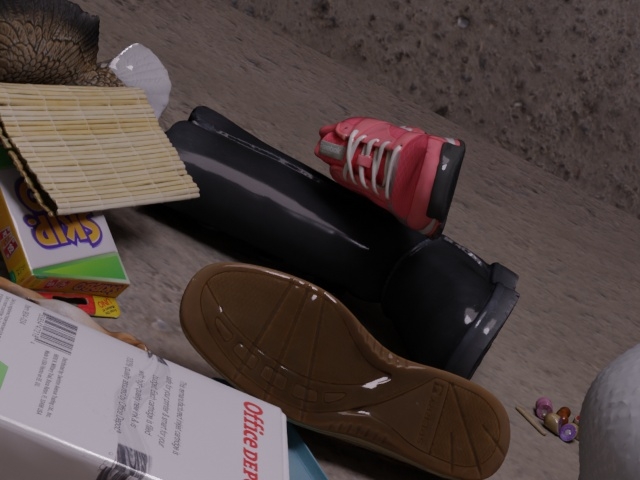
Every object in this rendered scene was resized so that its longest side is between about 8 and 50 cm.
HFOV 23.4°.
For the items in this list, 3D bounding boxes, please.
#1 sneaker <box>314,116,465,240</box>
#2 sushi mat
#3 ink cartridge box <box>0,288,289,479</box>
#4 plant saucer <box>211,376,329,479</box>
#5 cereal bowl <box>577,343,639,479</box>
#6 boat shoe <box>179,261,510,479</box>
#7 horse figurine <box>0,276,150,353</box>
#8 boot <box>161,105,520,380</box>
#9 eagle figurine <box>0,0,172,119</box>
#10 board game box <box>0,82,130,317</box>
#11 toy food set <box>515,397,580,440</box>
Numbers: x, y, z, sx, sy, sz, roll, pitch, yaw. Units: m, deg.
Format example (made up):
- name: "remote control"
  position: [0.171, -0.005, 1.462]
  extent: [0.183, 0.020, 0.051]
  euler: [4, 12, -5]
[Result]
- name: "sneaker"
  position: [0.067, -0.079, 1.753]
  extent: [0.136, 0.116, 0.314]
  euler: [13, 6, -13]
- name: "sushi mat"
  position: [-0.228, -0.097, 1.574]
  extent: [0.151, 0.019, 0.316]
  euler: [59, 20, 7]
- name: "ink cartridge box"
  position: [-0.168, 0.151, 1.088]
  extent: [0.273, 0.115, 0.198]
  euler: [24, 17, -10]
- name: "plant saucer"
  position: [-0.041, 0.183, 1.372]
  extent: [0.067, 0.018, 0.192]
  euler: [18, 19, -32]
- name: "cereal bowl"
  position: [0.320, 0.260, 1.351]
  extent: [0.339, 0.141, 0.339]
  euler: [61, 3, -5]
- name: "boat shoe"
  position: [0.011, 0.132, 1.456]
  extent: [0.342, 0.123, 0.123]
  euler: [26, -19, -16]
- name: "horse figurine"
  position: [-0.225, 0.078, 1.268]
  extent: [0.263, 0.066, 0.174]
  euler: [20, -8, 6]
- name: "boot"
  position: [0.000, 0.000, 1.765]
  extent: [0.445, 0.146, 0.367]
  euler: [31, 8, 3]
- name: "eagle figurine"
  position: [-0.307, -0.153, 1.705]
  extent: [0.226, 0.225, 0.298]
  euler: [36, 4, -6]
- name: "board game box"
  position: [-0.271, -0.043, 1.497]
  extent: [0.124, 0.039, 0.259]
  euler: [7, 53, -49]
- name: "toy food set"
  position: [0.289, 0.210, 1.810]
  extent: [0.122, 0.019, 0.078]
  euler: [14, 21, -39]
